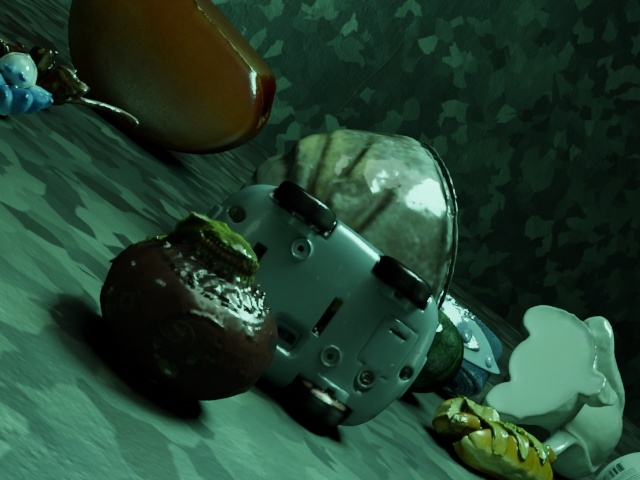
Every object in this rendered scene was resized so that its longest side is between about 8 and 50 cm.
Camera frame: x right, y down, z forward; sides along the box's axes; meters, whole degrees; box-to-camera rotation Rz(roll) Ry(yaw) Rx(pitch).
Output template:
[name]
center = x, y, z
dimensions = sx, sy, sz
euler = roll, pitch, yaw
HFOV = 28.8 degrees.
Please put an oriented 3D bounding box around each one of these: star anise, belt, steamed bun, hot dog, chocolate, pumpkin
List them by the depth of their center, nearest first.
[chocolate]
center = 0.000, 0.000, 1.516
dimensions = 0.213, 0.303, 0.303
euler = 8, 22, -29
[hot dog]
center = 0.240, 0.274, 1.662
dimensions = 0.269, 0.072, 0.109
euler = 29, 13, -47
[pumpkin]
center = 0.119, 0.136, 1.709
dimensions = 0.167, 0.125, 0.167
euler = 33, 2, -1
[star anise]
center = -0.369, -0.220, 1.711
dimensions = 0.234, 0.073, 0.177
euler = 22, -3, 4
[belt]
center = 0.169, 0.155, 1.916
dimensions = 0.218, 0.128, 0.122
euler = 39, -31, -8
[steamed bun]
center = -0.263, -0.294, 2.086
dimensions = 0.379, 0.248, 0.235
euler = 50, 10, 0

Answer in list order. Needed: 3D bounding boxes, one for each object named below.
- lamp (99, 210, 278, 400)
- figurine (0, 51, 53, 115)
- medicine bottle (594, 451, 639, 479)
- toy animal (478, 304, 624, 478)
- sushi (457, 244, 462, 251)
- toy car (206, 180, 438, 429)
[lamp]
center = -0.102, 0.054, 1.030
dimensions = 0.157, 0.135, 0.156
euler = 39, 7, -8
[figurine]
center = -0.372, -0.188, 1.490
dimensions = 0.114, 0.079, 0.114
euler = 44, 3, -3
[medicine bottle]
center = 0.454, 0.392, 1.614
dimensions = 0.157, 0.157, 0.288
euler = 37, 7, -8
[toy animal]
center = 0.394, 0.271, 1.993
dimensions = 0.206, 0.271, 0.265
euler = 10, -35, 34
[sushi]
center = 0.031, -0.002, 1.826
dimensions = 0.227, 0.212, 0.215
euler = 30, -10, 48
[toy car]
center = -0.022, 0.061, 1.307
dimensions = 0.270, 0.180, 0.212
euler = 36, -3, -10
